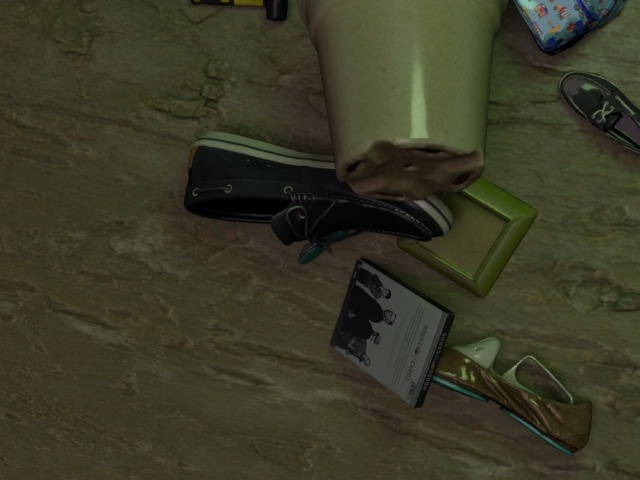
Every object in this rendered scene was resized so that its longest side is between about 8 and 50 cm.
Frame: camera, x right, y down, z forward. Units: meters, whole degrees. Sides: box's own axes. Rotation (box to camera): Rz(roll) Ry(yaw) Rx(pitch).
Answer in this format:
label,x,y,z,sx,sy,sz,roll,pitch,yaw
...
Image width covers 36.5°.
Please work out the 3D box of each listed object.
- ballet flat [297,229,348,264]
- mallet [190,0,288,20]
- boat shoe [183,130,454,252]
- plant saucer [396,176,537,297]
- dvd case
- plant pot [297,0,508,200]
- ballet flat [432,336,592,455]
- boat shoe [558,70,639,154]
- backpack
label,x,y,z,sx,sy,sz,roll,pitch,yaw
ballet flat,0.000,0.000,1.781,0.114,0.041,0.041,-35,89,19
mallet,-0.145,-0.439,1.745,0.189,0.039,0.062,15,105,17
boat shoe,-0.017,-0.061,1.680,0.500,0.187,0.156,14,73,19
plant saucer,0.250,-0.018,1.697,0.188,0.045,0.188,32,107,9
dvd case,0.120,0.158,1.707,0.238,0.029,0.179,32,110,45
plant pot,0.133,-0.238,1.485,0.334,0.334,0.305,-7,69,17
ballet flat,0.321,0.247,1.699,0.342,0.116,0.124,27,86,10
boat shoe,0.479,-0.207,1.586,0.206,0.065,0.075,39,108,7
backpack,0.400,-0.399,1.550,0.173,0.117,0.158,-28,92,16
